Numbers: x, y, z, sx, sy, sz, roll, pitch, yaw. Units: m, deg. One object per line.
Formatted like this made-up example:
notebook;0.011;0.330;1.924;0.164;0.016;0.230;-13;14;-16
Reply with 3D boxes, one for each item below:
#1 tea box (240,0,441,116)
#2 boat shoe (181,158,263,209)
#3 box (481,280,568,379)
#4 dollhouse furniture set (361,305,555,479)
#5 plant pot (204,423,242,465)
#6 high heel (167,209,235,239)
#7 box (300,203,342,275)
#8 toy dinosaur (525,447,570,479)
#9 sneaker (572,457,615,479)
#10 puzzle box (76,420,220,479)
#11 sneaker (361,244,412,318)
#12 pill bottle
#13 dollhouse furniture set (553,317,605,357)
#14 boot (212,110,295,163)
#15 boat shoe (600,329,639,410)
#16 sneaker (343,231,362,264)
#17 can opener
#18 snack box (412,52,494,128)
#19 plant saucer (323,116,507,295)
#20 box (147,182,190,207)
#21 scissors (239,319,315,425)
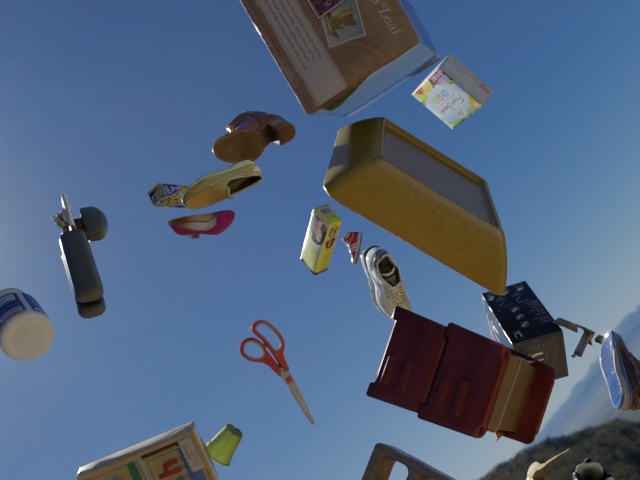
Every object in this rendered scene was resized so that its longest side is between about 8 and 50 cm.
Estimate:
tea box;0.026;-0.413;1.158;0.219;0.329;0.323;-30;-1;19
boat shoe;-0.218;-0.117;1.469;0.189;0.072;0.068;-30;-45;-7
box;0.573;0.262;1.861;0.143;0.270;0.165;-17;-64;2
dollhouse furniture set;0.138;0.290;0.810;0.201;0.152;0.375;28;-100;-51
plant pot;-0.238;0.507;1.652;0.079;0.083;0.083;-54;-24;4
high heel;-0.412;-0.070;2.276;0.117;0.244;0.082;33;-126;-44
box;0.000;0.000;2.078;0.058;0.087;0.232;-21;-36;-31
toy dinosaur;0.508;0.553;1.537;0.183;0.053;0.093;-57;8;32
sneaker;0.653;0.604;1.628;0.093;0.153;0.235;-9;0;-14
puzzle box;-0.335;0.637;1.473;0.271;0.409;0.052;-22;12;-4
sneaker;0.182;0.123;1.707;0.090;0.094;0.235;-35;-69;-17
pill bottle;-0.916;0.244;1.994;0.153;0.264;0.153;-13;-67;-32
dollhouse furniture set;0.646;0.255;1.677;0.090;0.114;0.081;25;-90;-26
boot;-0.244;-0.337;2.041;0.283;0.220;0.109;-28;-53;-25
boat shoe;0.601;0.259;1.298;0.066;0.066;0.183;98;-177;-45
sneaker;0.109;0.025;2.365;0.042;0.066;0.119;44;-124;-77
can opener;-0.405;0.014;1.133;0.093;0.280;0.074;-11;-48;-19
snack box;0.395;-0.444;1.981;0.070;0.174;0.207;-52;6;-16
plant saucer;0.178;-0.089;1.118;0.081;0.332;0.333;-56;9;26
box;-0.468;-0.142;2.104;0.059;0.054;0.168;-35;-16;24
scissors;-0.082;0.331;1.663;0.109;0.297;0.021;-46;7;-19
